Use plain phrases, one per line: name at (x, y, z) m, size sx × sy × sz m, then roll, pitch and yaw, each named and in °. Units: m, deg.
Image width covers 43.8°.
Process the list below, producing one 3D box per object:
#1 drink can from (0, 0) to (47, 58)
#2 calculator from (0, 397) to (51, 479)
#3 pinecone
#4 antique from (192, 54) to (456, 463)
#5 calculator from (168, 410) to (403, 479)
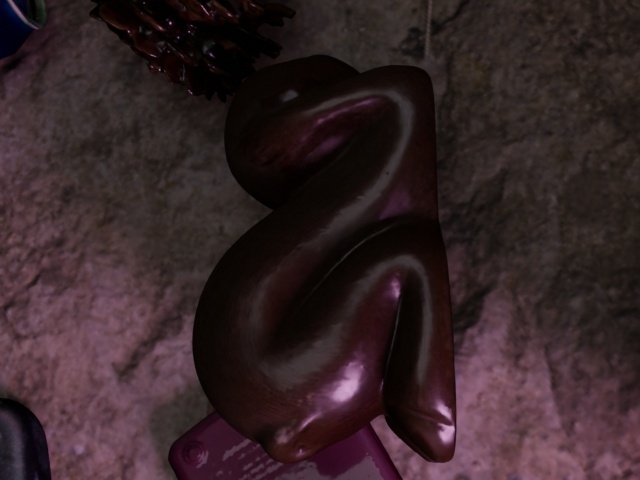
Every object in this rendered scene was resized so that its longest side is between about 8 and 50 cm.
drink can at (-0.308, -0.161, 0.561) m, size 0.205 × 0.118 × 0.118 m, roll -18°, pitch 75°, yaw 3°
calculator at (-0.257, 0.222, 0.504) m, size 0.177 × 0.040 × 0.267 m, roll -3°, pitch 72°, yaw 5°
pinecone at (-0.080, -0.163, 0.520) m, size 0.121 × 0.140 × 0.140 m, roll -44°, pitch 74°, yaw 12°
antique at (0.000, 0.000, 0.474) m, size 0.144 × 0.121 × 0.256 m, roll -1°, pitch 74°, yaw 2°
calculator at (-0.004, 0.175, 0.482) m, size 0.127 × 0.034 × 0.190 m, roll -33°, pitch 73°, yaw 0°
